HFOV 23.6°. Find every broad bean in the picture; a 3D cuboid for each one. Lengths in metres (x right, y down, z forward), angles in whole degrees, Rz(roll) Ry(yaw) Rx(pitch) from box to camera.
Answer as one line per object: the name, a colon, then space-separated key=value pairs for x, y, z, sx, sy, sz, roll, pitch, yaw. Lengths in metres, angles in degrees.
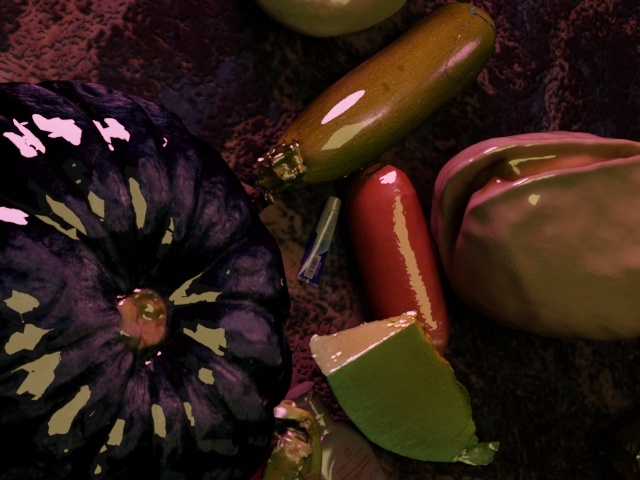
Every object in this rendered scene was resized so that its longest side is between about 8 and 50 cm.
broad bean: x=0.022 y=-0.273 z=1.400 sx=0.228 sy=0.100 sz=0.169 roll=-16 pitch=86 yaw=-24

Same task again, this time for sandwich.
sandwich: x=0.397 y=0.228 z=1.619 sx=0.235 sy=0.079 sz=0.159 roll=-21 pitch=107 yaw=-32

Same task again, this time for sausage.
sausage: x=0.071 y=0.024 z=1.403 sx=0.077 sy=0.077 sz=0.194 roll=-17 pitch=95 yaw=-36

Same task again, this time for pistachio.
pistachio: x=0.225 y=-0.010 z=1.433 sx=0.332 sy=0.226 sz=0.208 roll=15 pitch=41 yaw=-44

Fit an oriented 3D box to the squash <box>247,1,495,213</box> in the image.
squash: x=0.054 y=-0.127 z=1.407 sx=0.331 sy=0.087 sz=0.087 roll=-38 pitch=106 yaw=-31

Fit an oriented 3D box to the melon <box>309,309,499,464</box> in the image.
melon: x=0.086 y=0.139 z=1.391 sx=0.114 sy=0.053 sz=0.262 roll=-48 pitch=133 yaw=0

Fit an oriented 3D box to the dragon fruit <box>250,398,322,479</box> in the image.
dragon fruit: x=-0.072 y=0.266 z=1.199 sx=0.200 sy=0.198 sz=0.269 roll=-19 pitch=115 yaw=-57

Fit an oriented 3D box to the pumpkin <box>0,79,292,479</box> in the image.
pumpkin: x=-0.187 y=0.062 z=1.099 sx=0.363 sy=0.266 sz=0.363 roll=10 pitch=74 yaw=-36

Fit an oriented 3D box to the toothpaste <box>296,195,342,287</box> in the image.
toothpaste: x=0.000 y=0.000 z=1.395 sx=0.024 sy=0.015 sz=0.083 roll=25 pitch=76 yaw=-32

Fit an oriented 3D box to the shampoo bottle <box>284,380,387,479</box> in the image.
shampoo bottle: x=0.016 y=0.203 z=1.363 sx=0.080 sy=0.040 sz=0.165 roll=-38 pitch=106 yaw=-40
